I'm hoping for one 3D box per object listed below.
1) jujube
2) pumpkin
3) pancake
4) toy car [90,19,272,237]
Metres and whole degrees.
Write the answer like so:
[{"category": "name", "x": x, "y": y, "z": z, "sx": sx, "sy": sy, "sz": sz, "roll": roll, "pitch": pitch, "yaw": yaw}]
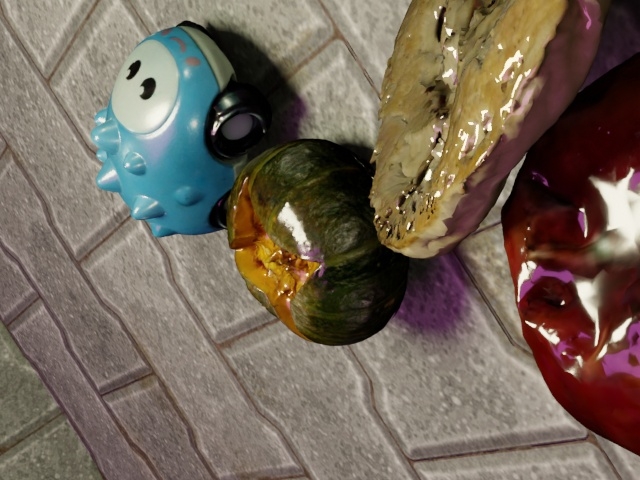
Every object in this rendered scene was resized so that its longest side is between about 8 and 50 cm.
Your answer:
[{"category": "jujube", "x": 0.298, "y": -0.009, "z": 0.576, "sx": 0.377, "sy": 0.276, "sz": 0.276, "roll": -16, "pitch": 108, "yaw": 23}, {"category": "pumpkin", "x": 0.002, "y": -0.001, "z": 1.130, "sx": 0.238, "sy": 0.159, "sz": 0.238, "roll": 36, "pitch": 138, "yaw": 40}, {"category": "pancake", "x": 0.123, "y": -0.160, "z": 0.674, "sx": 0.082, "sy": 0.387, "sz": 0.387, "roll": 20, "pitch": 146, "yaw": -7}, {"category": "toy car", "x": -0.173, "y": -0.117, "z": 1.205, "sx": 0.188, "sy": 0.190, "sz": 0.255, "roll": 53, "pitch": 151, "yaw": 36}]
